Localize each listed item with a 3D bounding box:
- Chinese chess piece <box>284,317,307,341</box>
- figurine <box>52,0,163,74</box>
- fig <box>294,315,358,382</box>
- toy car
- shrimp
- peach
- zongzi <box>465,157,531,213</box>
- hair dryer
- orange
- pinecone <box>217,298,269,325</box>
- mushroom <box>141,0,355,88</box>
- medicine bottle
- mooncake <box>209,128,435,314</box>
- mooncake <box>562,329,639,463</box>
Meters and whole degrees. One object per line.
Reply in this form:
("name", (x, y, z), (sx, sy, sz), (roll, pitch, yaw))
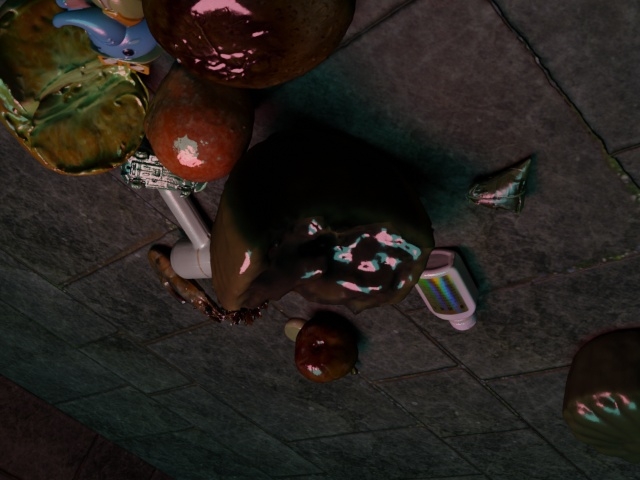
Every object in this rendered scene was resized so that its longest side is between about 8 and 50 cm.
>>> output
("Chinese chess piece", (-0.057, 0.245, 2.028), (0.084, 0.034, 0.084), (15, 142, 12))
("figurine", (-0.336, -0.384, 1.212), (0.179, 0.154, 0.262), (-18, 153, 4))
("fig", (0.041, 0.306, 1.978), (0.145, 0.170, 0.274), (-8, 155, 28))
("toy car", (-0.334, -0.149, 1.607), (0.186, 0.058, 0.094), (7, 116, -16))
("shrimp", (-0.351, 0.135, 1.936), (0.296, 0.058, 0.169), (42, 154, 20))
("peach", (-0.222, -0.228, 1.344), (0.232, 0.233, 0.233), (14, 144, 10))
("zongzi", (0.323, -0.110, 1.366), (0.109, 0.055, 0.119), (11, 132, 16))
("hair dryer", (-0.316, -0.057, 1.736), (0.173, 0.108, 0.357), (-4, 128, 30))
("orange", (-0.471, -0.283, 1.354), (0.196, 0.263, 0.335), (7, 137, 34))
("pinecone", (-0.202, 0.156, 1.914), (0.140, 0.121, 0.140), (10, 135, 11))
("mushroom", (-0.105, -0.364, 1.116), (0.344, 0.239, 0.345), (13, 171, 2))
("medicine bottle", (0.282, 0.112, 1.647), (0.115, 0.078, 0.219), (-7, 136, 31))
("mooncake", (0.000, 0.000, 1.376), (0.394, 0.393, 0.246), (35, 142, 1))
("mooncake", (0.726, 0.366, 1.658), (0.356, 0.194, 0.356), (14, 143, 11))
